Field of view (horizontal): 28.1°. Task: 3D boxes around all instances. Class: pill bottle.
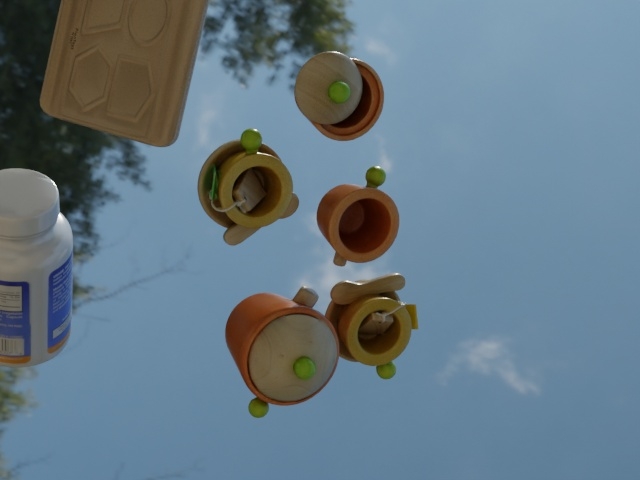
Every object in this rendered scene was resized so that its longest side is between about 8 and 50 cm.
[{"bbox_3d":[-0.426,0.037,1.805,0.152,0.152,0.272,45,-40,35],"label":"pill bottle"}]

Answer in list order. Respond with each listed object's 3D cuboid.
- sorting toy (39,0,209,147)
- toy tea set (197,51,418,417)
[{"bbox_3d":[-0.219,-0.215,1.441,0.208,0.038,0.193,17,-83,34],"label":"sorting toy"},{"bbox_3d":[0.000,0.000,1.160,0.124,0.200,0.336,-146,-136,-62],"label":"toy tea set"}]
